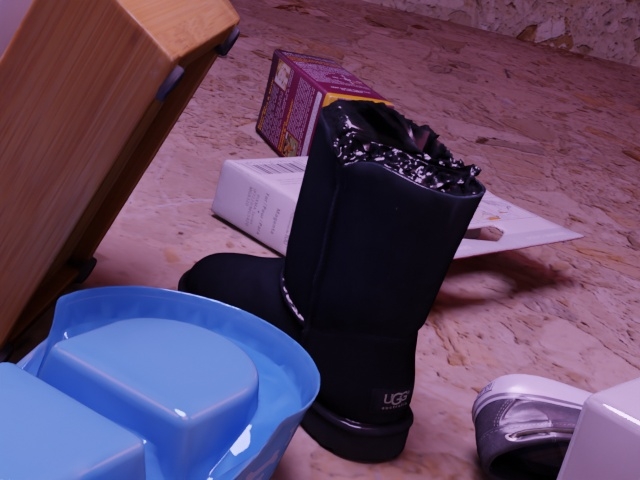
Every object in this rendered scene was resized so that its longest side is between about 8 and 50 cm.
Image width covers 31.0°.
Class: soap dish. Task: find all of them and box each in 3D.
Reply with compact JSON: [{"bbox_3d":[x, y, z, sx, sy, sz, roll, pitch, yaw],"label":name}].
[{"bbox_3d":[-0.175,-0.063,0.751,0.118,0.291,0.229,34,19,-4],"label":"soap dish"}]

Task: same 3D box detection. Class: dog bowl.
[{"bbox_3d":[-0.123,0.106,0.607,0.166,0.074,0.297,24,22,25],"label":"dog bowl"}]

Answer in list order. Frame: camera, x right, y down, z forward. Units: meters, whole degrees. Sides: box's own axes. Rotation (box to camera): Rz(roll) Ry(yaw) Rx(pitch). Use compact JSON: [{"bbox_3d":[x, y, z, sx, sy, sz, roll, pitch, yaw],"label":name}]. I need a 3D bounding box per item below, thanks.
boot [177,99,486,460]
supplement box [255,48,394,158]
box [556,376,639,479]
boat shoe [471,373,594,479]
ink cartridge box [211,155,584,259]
[{"bbox_3d":[0.000,0.000,0.779,0.094,0.207,0.246,-1,24,-37],"label":"boot"},{"bbox_3d":[0.001,-0.138,1.301,0.081,0.104,0.188,6,22,-25],"label":"supplement box"},{"bbox_3d":[0.285,0.199,0.497,0.215,0.168,0.345,-7,29,-45],"label":"box"},{"bbox_3d":[0.207,0.147,0.729,0.229,0.080,0.076,17,37,-1],"label":"boat shoe"},{"bbox_3d":[0.077,-0.016,1.094,0.239,0.060,0.275,31,25,36],"label":"ink cartridge box"}]
